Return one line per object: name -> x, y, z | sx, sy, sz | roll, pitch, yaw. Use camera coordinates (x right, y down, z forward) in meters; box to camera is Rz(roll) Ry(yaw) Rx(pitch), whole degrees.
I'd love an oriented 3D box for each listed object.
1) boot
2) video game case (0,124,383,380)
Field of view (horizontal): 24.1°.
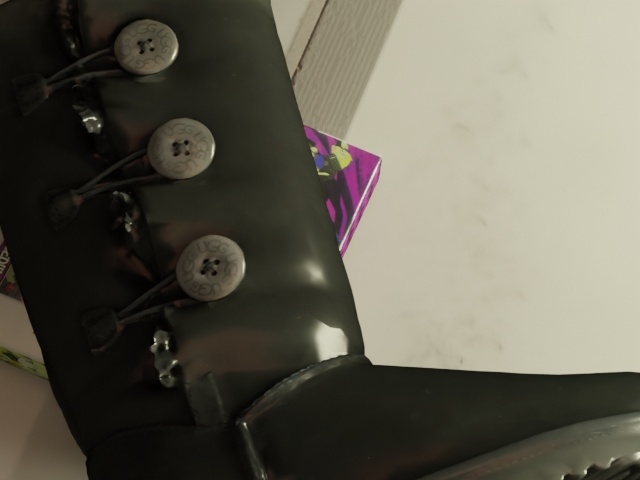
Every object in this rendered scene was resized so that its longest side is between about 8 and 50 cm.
boot -> -0.002, 0.000, 0.910 | 0.367, 0.146, 0.445 | -14, 57, -11
video game case -> -0.097, 0.006, 1.011 | 0.210, 0.042, 0.232 | 23, 68, 7
